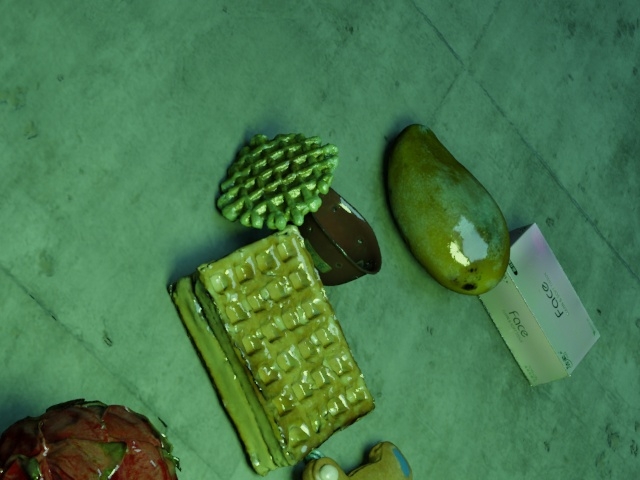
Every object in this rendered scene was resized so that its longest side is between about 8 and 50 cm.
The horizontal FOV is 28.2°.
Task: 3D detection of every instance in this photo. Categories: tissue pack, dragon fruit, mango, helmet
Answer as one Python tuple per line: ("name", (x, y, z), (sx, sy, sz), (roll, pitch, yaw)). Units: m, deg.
("tissue pack", (0.376, 0.110, 2.246), (0.148, 0.092, 0.246), (-41, 102, -46))
("dragon fruit", (-0.268, 0.298, 1.459), (0.244, 0.244, 0.299), (57, 36, -10))
("mango", (0.207, -0.056, 2.118), (0.192, 0.146, 0.316), (-6, 69, -48))
("helmet", (0.000, 0.000, 1.920), (0.175, 0.106, 0.155), (52, 23, -12))

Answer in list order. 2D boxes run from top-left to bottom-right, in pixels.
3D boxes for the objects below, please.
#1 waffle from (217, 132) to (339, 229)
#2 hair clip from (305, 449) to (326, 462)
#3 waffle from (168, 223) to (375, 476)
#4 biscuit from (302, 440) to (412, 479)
("waffle", (-0.062, -0.089, 1.870), (0.036, 0.169, 0.183), (66, 38, -49))
("hair clip", (0.055, 0.420, 1.861), (0.083, 0.048, 0.275), (-29, 90, -47))
("waffle", (-0.064, 0.155, 1.814), (0.213, 0.091, 0.308), (-27, 92, -45))
("biscuit", (0.046, 0.399, 1.794), (0.324, 0.049, 0.205), (-4, 71, -47))
